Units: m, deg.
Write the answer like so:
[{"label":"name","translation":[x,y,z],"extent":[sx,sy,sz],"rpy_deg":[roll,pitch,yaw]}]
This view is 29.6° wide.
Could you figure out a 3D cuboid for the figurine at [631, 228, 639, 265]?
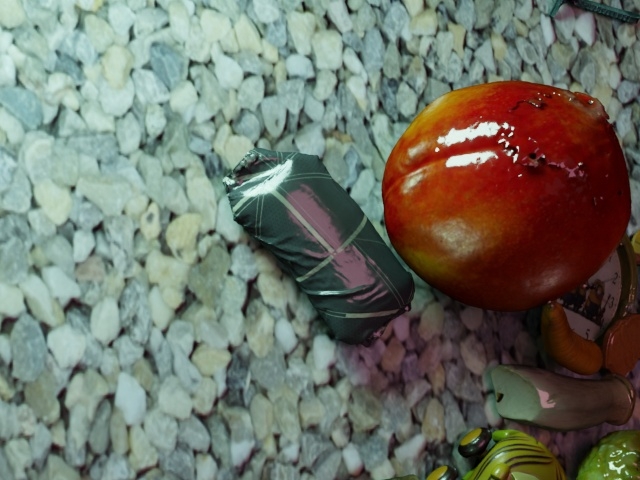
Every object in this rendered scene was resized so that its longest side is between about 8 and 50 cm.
[{"label":"figurine","translation":[0.685,-0.028,2.043],"extent":[0.276,0.248,0.388],"rpy_deg":[18,68,2]}]

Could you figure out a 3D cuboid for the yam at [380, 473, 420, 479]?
[{"label":"yam","translation":[0.003,0.385,1.725],"extent":[0.326,0.045,0.045],"rpy_deg":[-8,114,-28]}]

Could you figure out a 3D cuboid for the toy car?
[{"label":"toy car","translation":[0.274,0.395,1.800],"extent":[0.248,0.142,0.200],"rpy_deg":[-45,102,-24]}]

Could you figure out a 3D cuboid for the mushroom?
[{"label":"mushroom","translation":[0.384,0.253,1.910],"extent":[0.247,0.108,0.096],"rpy_deg":[7,108,-23]}]

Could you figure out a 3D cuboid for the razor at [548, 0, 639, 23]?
[{"label":"razor","translation":[0.484,-0.410,2.125],"extent":[0.190,0.033,0.066],"rpy_deg":[7,122,-28]}]

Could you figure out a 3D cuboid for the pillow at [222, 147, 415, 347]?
[{"label":"pillow","translation":[0.000,0.000,1.771],"extent":[0.161,0.092,0.335],"rpy_deg":[-42,98,-23]}]

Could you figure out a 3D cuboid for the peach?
[{"label":"peach","translation":[0.270,-0.074,1.770],"extent":[0.370,0.370,0.370],"rpy_deg":[5,78,-25]}]

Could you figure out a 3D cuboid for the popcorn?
[{"label":"popcorn","translation":[0.507,0.398,1.892],"extent":[0.198,0.212,0.198],"rpy_deg":[-12,119,-24]}]

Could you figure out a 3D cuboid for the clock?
[{"label":"clock","translation":[0.429,0.075,1.968],"extent":[0.237,0.057,0.237],"rpy_deg":[-6,100,-39]}]

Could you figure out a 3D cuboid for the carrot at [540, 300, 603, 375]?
[{"label":"carrot","translation":[0.365,0.149,1.822],"extent":[0.271,0.066,0.062],"rpy_deg":[37,78,-51]}]

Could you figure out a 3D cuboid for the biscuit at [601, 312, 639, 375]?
[{"label":"biscuit","translation":[0.505,0.174,2.002],"extent":[0.130,0.019,0.102],"rpy_deg":[-24,114,-37]}]
